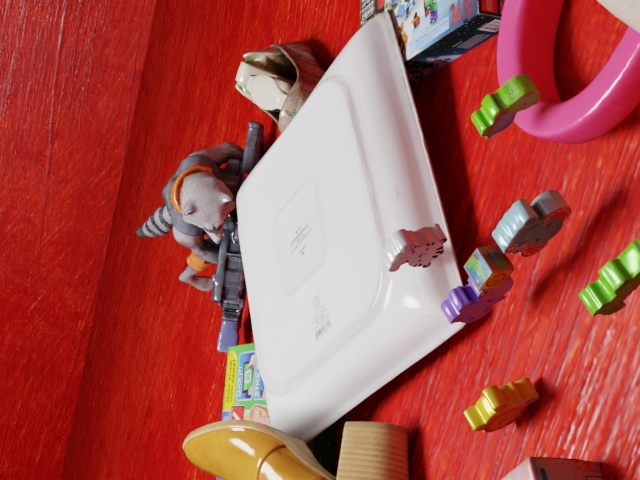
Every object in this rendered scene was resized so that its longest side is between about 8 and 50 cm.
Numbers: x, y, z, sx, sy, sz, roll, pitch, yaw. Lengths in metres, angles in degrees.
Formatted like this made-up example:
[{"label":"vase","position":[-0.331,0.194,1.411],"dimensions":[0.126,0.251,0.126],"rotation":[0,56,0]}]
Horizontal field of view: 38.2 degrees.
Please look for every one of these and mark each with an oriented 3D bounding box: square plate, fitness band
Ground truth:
[{"label":"square plate","position":[0.000,0.000,0.947],"dimensions":[0.347,0.049,0.344],"rotation":[-47,45,47]},{"label":"fitness band","position":[0.204,-0.205,0.624],"dimensions":[0.209,0.054,0.291],"rotation":[-123,47,-60]}]

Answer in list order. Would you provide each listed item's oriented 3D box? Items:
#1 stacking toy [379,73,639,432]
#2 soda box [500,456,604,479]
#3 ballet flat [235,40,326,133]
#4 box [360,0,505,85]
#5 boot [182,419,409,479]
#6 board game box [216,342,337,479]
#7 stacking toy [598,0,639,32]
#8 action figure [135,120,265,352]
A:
[{"label":"stacking toy","position":[0.134,0.014,0.660],"dimensions":[0.167,0.052,0.221],"rotation":[63,144,29]},{"label":"soda box","position":[0.157,0.229,0.567],"dimensions":[0.063,0.058,0.183],"rotation":[122,150,-45]},{"label":"ballet flat","position":[-0.050,-0.204,1.197],"dimensions":[0.316,0.106,0.108],"rotation":[-132,53,-64]},{"label":"box","position":[0.105,-0.250,0.886],"dimensions":[0.233,0.044,0.159],"rotation":[161,110,-66]},{"label":"boot","position":[-0.041,0.284,0.875],"dimensions":[0.295,0.104,0.211],"rotation":[-11,60,39]},{"label":"board game box","position":[-0.057,0.276,1.071],"dimensions":[0.213,0.046,0.318],"rotation":[-17,66,56]},{"label":"stacking toy","position":[0.212,-0.306,0.385],"dimensions":[0.480,0.350,0.351],"rotation":[-85,16,-53]},{"label":"action figure","position":[-0.186,-0.004,1.386],"dimensions":[0.330,0.178,0.342],"rotation":[137,140,-72]}]
